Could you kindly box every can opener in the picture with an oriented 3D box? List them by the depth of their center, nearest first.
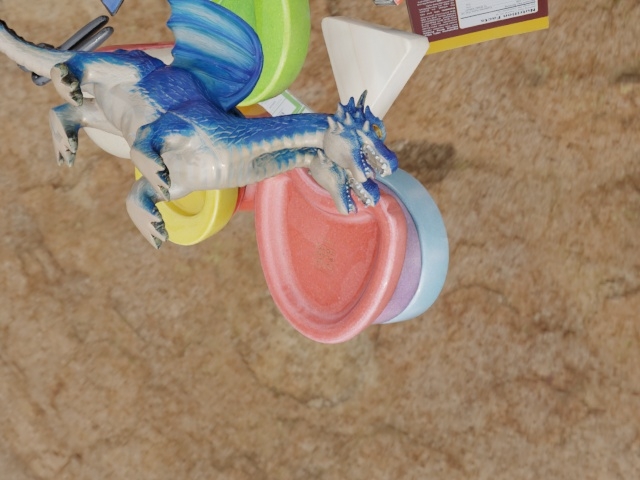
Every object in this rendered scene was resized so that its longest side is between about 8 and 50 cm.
[{"bbox_3d":[-0.437,-0.329,1.810,0.186,0.073,0.059,-25,79,15],"label":"can opener"}]

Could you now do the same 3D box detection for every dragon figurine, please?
[{"bbox_3d":[-0.088,-0.092,0.640,0.289,0.144,0.085,39,144,21],"label":"dragon figurine"}]

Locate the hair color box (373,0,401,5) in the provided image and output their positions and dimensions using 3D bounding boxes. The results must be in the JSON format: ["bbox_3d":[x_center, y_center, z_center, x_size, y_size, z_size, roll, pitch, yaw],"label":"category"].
[{"bbox_3d":[0.140,-0.425,1.606,0.141,0.072,0.043,-46,116,-11],"label":"hair color box"}]

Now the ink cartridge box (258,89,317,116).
[{"bbox_3d":[-0.089,-0.222,1.567,0.209,0.109,0.062,42,96,26],"label":"ink cartridge box"}]

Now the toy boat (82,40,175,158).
[{"bbox_3d":[-0.201,-0.200,1.344,0.231,0.151,0.151,-5,125,-3],"label":"toy boat"}]

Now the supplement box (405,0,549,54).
[{"bbox_3d":[0.126,-0.312,0.954,0.129,0.194,0.191,-11,63,8],"label":"supplement box"}]

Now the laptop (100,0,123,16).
[{"bbox_3d":[-0.322,-0.608,1.501,0.236,0.382,0.408,-28,127,-8],"label":"laptop"}]

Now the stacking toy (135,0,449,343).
[{"bbox_3d":[-0.002,-0.088,0.851,0.309,0.130,0.280,36,124,35],"label":"stacking toy"}]
